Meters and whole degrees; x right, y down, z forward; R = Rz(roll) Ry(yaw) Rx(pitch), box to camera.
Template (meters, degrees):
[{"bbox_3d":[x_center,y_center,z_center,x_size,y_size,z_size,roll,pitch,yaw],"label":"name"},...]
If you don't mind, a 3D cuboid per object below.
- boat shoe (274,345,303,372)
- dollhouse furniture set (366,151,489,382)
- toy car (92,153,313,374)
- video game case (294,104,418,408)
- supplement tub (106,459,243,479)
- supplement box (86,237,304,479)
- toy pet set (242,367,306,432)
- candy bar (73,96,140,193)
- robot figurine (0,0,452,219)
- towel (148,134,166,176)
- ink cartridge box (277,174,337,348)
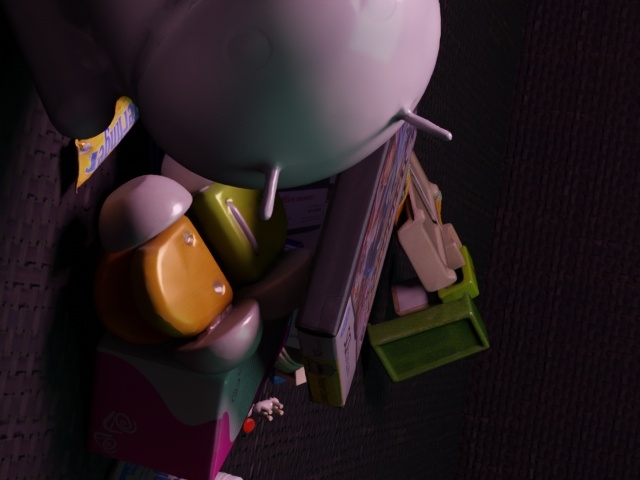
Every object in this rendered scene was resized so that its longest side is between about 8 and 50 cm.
[{"bbox_3d":[0.000,0.000,1.861,0.103,0.092,0.285,43,44,-44],"label":"boat shoe"},{"bbox_3d":[0.107,0.017,2.501,0.197,0.151,0.301,-97,164,-44],"label":"dollhouse furniture set"},{"bbox_3d":[-0.105,0.012,1.395,0.182,0.136,0.159,-45,111,-43],"label":"toy car"},{"bbox_3d":[0.036,-0.020,1.478,0.248,0.035,0.274,82,23,-72],"label":"video game case"},{"bbox_3d":[-0.124,0.223,1.519,0.071,0.107,0.071,8,90,-77],"label":"supplement tub"},{"bbox_3d":[-0.101,0.086,1.497,0.220,0.114,0.111,-64,166,-57],"label":"supplement box"},{"bbox_3d":[-0.060,0.122,1.897,0.114,0.065,0.122,-18,117,-37],"label":"toy pet set"},{"bbox_3d":[-0.158,-0.089,1.370,0.161,0.018,0.040,-59,155,-58],"label":"candy bar"},{"bbox_3d":[-0.053,-0.178,1.139,0.353,0.300,0.200,62,1,24],"label":"robot figurine"},{"bbox_3d":[-0.082,-0.176,1.537,0.336,0.040,0.243,-70,170,-47],"label":"towel"},{"bbox_3d":[-0.013,-0.092,1.639,0.223,0.129,0.307,-66,169,-56],"label":"ink cartridge box"}]
